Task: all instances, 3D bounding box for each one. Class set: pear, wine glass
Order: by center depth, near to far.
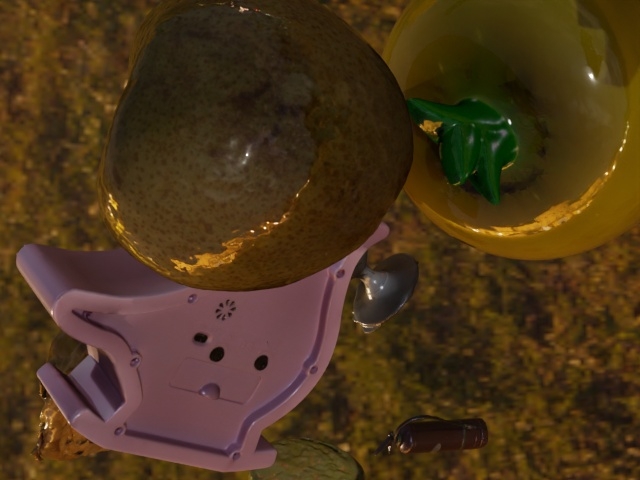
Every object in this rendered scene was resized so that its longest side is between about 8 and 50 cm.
[{"bbox_3d":[-0.042,-0.069,1.044,0.188,0.211,0.229,118,164,-71],"label":"pear"},{"bbox_3d":[0.000,0.000,1.580,0.103,0.222,0.103,-36,32,27],"label":"wine glass"}]

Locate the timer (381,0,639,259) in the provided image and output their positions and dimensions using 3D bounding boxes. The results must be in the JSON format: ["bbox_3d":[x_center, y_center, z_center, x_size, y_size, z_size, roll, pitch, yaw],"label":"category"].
[{"bbox_3d":[0.152,-0.100,1.147,0.285,0.285,0.285,-2,88,46],"label":"timer"}]

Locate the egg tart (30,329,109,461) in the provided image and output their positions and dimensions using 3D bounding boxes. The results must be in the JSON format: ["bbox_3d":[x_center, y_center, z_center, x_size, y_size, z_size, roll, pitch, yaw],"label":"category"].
[{"bbox_3d":[-0.192,0.111,1.517,0.132,0.297,0.297,47,123,19],"label":"egg tart"}]

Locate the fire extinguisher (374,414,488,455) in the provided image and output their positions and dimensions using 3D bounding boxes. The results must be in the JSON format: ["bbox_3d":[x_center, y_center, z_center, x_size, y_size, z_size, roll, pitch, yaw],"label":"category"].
[{"bbox_3d":[0.155,0.263,2.017,0.045,0.157,0.078,-115,35,-44],"label":"fire extinguisher"}]

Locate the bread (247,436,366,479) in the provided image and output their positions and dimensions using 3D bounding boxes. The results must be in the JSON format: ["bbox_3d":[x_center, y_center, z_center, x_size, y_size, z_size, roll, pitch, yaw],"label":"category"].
[{"bbox_3d":[-0.017,0.258,1.427,0.111,0.129,0.114,-113,23,-52],"label":"bread"}]

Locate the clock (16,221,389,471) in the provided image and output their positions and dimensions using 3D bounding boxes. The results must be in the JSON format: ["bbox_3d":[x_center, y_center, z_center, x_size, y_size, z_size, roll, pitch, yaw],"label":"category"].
[{"bbox_3d":[-0.103,0.044,1.177,0.080,0.290,0.275,42,108,43],"label":"clock"}]
